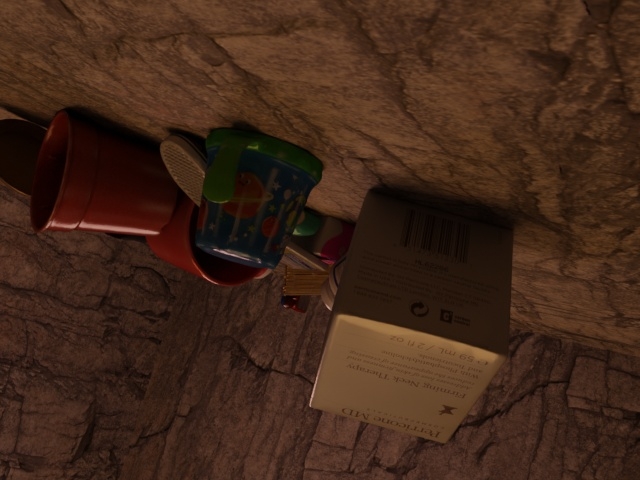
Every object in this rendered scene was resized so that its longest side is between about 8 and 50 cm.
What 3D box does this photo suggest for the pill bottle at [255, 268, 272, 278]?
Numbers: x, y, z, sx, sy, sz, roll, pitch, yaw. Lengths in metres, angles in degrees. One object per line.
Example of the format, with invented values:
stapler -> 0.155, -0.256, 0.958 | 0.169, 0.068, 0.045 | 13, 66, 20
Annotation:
pill bottle -> -0.315, 0.012, 2.332 | 0.318, 0.176, 0.176 | 23, 169, -39

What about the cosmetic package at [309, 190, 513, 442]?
cosmetic package -> 0.188, 0.172, 1.427 | 0.329, 0.327, 0.394 | 14, 140, 2

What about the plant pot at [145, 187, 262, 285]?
plant pot -> -0.290, -0.030, 1.653 | 0.243, 0.275, 0.275 | 4, 166, 43

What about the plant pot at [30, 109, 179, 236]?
plant pot -> -0.482, -0.127, 1.513 | 0.265, 0.272, 0.272 | 12, 175, -35

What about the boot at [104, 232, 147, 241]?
boot -> -0.712, -0.064, 2.432 | 0.367, 0.146, 0.445 | 11, -179, 21

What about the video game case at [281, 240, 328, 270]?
video game case -> -0.106, 0.024, 1.850 | 0.212, 0.023, 0.193 | 33, 164, -25

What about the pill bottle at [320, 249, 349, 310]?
pill bottle -> 0.118, 0.086, 1.718 | 0.152, 0.152, 0.272 | 20, 140, -24

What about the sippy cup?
sippy cup -> -0.134, -0.069, 1.292 | 0.305, 0.224, 0.240 | 22, 170, -39

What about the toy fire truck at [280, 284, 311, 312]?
toy fire truck -> -0.060, 0.118, 2.280 | 0.169, 0.254, 0.302 | 14, 172, 13

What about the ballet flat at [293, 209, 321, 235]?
ballet flat -> -0.117, -0.074, 1.748 | 0.247, 0.083, 0.087 | 14, 152, 1

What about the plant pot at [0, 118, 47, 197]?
plant pot -> -0.703, -0.190, 1.611 | 0.236, 0.236, 0.032 | 23, 132, -40

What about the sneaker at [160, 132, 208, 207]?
sneaker -> -0.219, -0.131, 1.455 | 0.126, 0.127, 0.321 | 8, 144, 39

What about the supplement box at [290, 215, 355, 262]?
supplement box -> 0.000, 0.000, 1.890 | 0.111, 0.114, 0.220 | 21, 168, -28

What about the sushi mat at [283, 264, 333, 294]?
sushi mat -> 0.036, 0.109, 2.165 | 0.316, 0.151, 0.019 | 0, -159, -16
